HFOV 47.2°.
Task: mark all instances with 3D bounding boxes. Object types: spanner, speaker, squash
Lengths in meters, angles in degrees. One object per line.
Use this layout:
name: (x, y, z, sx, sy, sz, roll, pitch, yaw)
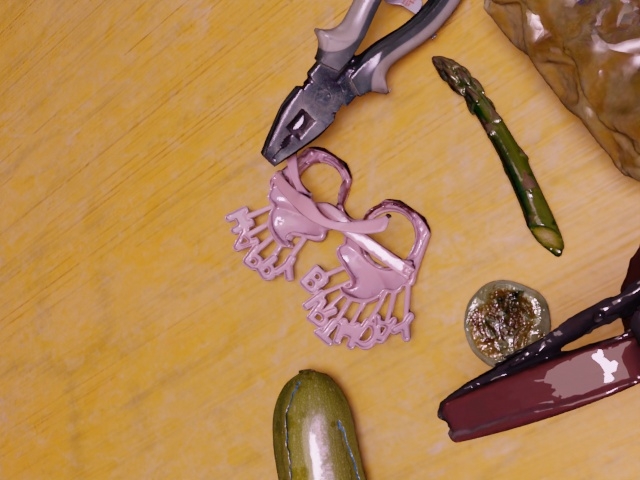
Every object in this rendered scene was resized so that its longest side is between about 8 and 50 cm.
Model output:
spanner: (0.053, -0.201, 0.721, 0.325, 0.096, 0.040, -48, 24, 7)
speaker: (0.237, 0.046, 0.493, 0.259, 0.330, 0.198, 2, 87, 35)
squash: (0.018, 0.294, 0.711, 0.095, 0.094, 0.340, -24, 75, 25)

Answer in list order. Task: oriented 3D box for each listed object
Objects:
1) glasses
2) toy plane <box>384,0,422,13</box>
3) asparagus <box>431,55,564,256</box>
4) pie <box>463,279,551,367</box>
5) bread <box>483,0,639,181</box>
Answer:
glasses: (0.000, 0.006, 0.744, 0.255, 0.095, 0.162, 38, 104, 29)
toy plane: (0.115, -0.328, 0.736, 0.078, 0.053, 0.197, 33, 98, 8)
asparagus: (0.171, -0.090, 0.697, 0.034, 0.027, 0.236, -37, 69, 33)
pie: (0.173, 0.079, 0.685, 0.085, 0.017, 0.085, -3, 84, 29)
bread: (0.259, -0.161, 0.600, 0.152, 0.130, 0.267, -36, 70, 12)
